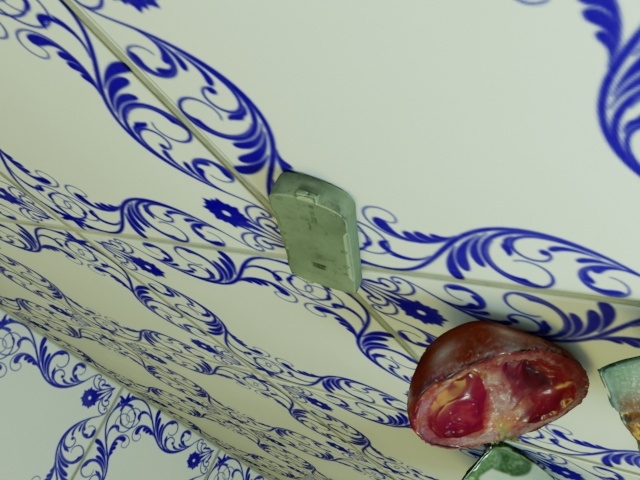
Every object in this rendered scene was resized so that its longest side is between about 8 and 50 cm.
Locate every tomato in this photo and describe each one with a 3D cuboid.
[{"bbox_3d":[0.176,0.139,0.892,0.189,0.099,0.173,-14,136,-2],"label":"tomato"}]

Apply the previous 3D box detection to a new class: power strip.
[{"bbox_3d":[0.000,0.000,0.851,0.080,0.029,0.227,19,157,14],"label":"power strip"}]

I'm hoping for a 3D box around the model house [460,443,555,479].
[{"bbox_3d":[0.273,0.472,1.355,0.190,0.271,0.301,37,177,14],"label":"model house"}]

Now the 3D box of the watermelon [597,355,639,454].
[{"bbox_3d":[0.372,0.197,0.654,0.262,0.201,0.213,-3,153,45],"label":"watermelon"}]
